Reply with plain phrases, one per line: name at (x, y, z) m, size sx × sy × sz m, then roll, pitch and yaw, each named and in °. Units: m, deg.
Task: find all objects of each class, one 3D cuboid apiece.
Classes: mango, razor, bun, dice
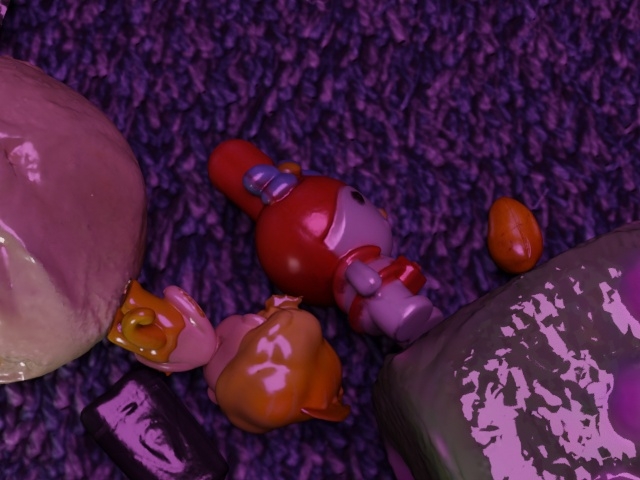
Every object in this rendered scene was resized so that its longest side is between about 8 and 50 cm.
mango at (0.204, -0.007, 1.478) m, size 0.060 × 0.046 × 0.089 m, roll -12°, pitch 70°, yaw -9°
razor at (-0.160, 0.200, 1.371) m, size 0.090 × 0.054 × 0.148 m, roll -39°, pitch 81°, yaw -15°
bun at (-0.350, -0.035, 1.350) m, size 0.364 × 0.202 × 0.364 m, roll 2°, pitch 70°, yaw -7°
dice at (0.254, 0.191, 1.278) m, size 0.322 × 0.318 × 0.330 m, roll -24°, pitch 77°, yaw -12°

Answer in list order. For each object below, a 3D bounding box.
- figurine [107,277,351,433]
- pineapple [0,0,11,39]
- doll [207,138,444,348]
figurine at (-0.083, 0.112, 1.356) m, size 0.246 × 0.131 × 0.156 m, roll 19°, pitch 115°, yaw -14°
pineapple at (-0.427, -0.240, 1.462) m, size 0.237 × 0.111 × 0.119 m, roll -22°, pitch 106°, yaw -18°
doll at (0.000, 0.000, 1.395) m, size 0.130 × 0.161 × 0.290 m, roll -49°, pitch 62°, yaw 2°
